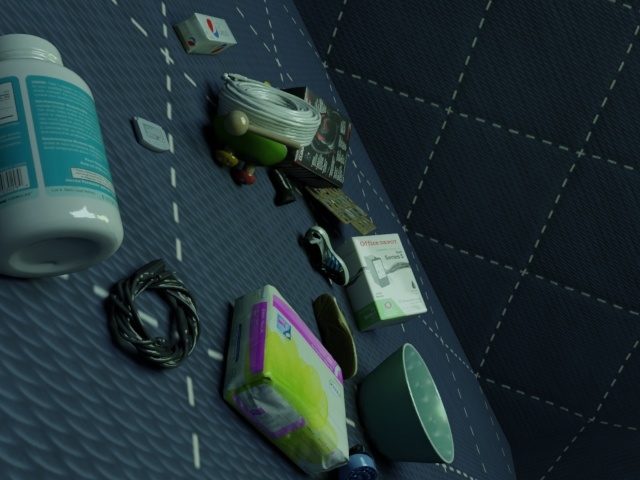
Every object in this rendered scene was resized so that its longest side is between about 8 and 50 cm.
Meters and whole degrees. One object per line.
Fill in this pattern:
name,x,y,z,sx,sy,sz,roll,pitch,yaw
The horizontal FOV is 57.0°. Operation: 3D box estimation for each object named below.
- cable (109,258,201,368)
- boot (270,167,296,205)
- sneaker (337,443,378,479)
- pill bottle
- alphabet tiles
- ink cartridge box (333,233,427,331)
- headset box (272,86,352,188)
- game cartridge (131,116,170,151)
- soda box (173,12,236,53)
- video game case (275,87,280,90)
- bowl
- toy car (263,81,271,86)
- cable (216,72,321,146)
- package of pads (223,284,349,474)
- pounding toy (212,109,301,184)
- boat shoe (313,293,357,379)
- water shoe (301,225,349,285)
cable,-0.233,0.112,0.844,0.184,0.047,0.150,-66,135,-72
boot,-0.104,-0.147,1.593,0.121,0.045,0.099,-35,102,-81
sneaker,0.067,0.448,1.174,0.232,0.082,0.090,78,-10,-55
pill bottle,-0.322,-0.101,0.672,0.146,0.146,0.264,28,41,-65
alphabet tiles,0.059,-0.124,1.935,0.285,0.011,0.342,43,15,7
ink cartridge box,0.182,0.124,1.829,0.198,0.115,0.272,-5,67,-37
headset box,-0.036,-0.292,1.692,0.293,0.110,0.218,20,75,-56
game cartridge,-0.308,-0.190,1.074,0.056,0.017,0.083,66,16,13
soda box,-0.290,-0.524,1.507,0.073,0.069,0.216,62,16,-10
video game case,-0.062,-0.349,1.907,0.285,0.025,0.204,61,-3,-28
bowl,0.208,0.439,1.521,0.311,0.163,0.311,55,20,-30
toy car,-0.122,-0.339,1.795,0.225,0.053,0.239,49,24,-45
cable,-0.127,-0.313,1.448,0.257,0.089,0.257,14,25,-19
package of pads,-0.053,0.260,1.075,0.296,0.101,0.229,54,20,-33
pounding toy,-0.170,-0.195,1.321,0.183,0.110,0.237,27,-8,-19
boat shoe,0.049,0.238,1.463,0.073,0.080,0.223,30,34,-55
water shoe,0.006,0.058,1.639,0.203,0.073,0.080,59,44,-21
